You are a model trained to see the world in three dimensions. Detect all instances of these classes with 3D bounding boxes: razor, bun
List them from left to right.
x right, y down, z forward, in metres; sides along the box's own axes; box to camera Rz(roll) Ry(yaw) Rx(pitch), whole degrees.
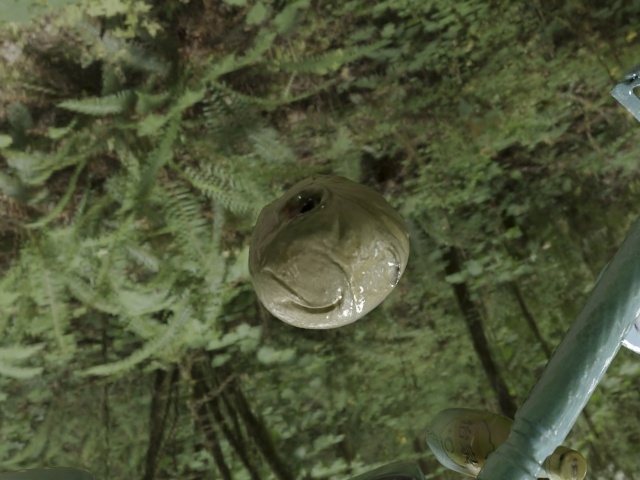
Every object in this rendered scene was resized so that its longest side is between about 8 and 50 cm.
[{"bbox_3d":[0.000,0.000,0.834,0.173,0.166,0.113,-25,133,14],"label":"bun"},{"bbox_3d":[0.150,0.027,0.396,0.232,0.106,0.068,-55,-168,-12],"label":"razor"}]

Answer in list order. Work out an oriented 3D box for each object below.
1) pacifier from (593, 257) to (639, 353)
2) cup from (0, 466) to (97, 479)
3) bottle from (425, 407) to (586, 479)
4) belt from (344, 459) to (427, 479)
[{"bbox_3d":[0.449,0.018,0.890,0.299,0.233,0.244,-18,122,36],"label":"pacifier"},{"bbox_3d":[-0.235,0.295,0.545,0.258,0.234,0.186,-24,157,19],"label":"cup"},{"bbox_3d":[0.217,0.251,0.968,0.083,0.083,0.270,-10,179,-20],"label":"bottle"},{"bbox_3d":[0.050,0.259,0.443,0.122,0.260,0.325,-18,161,0],"label":"belt"}]
